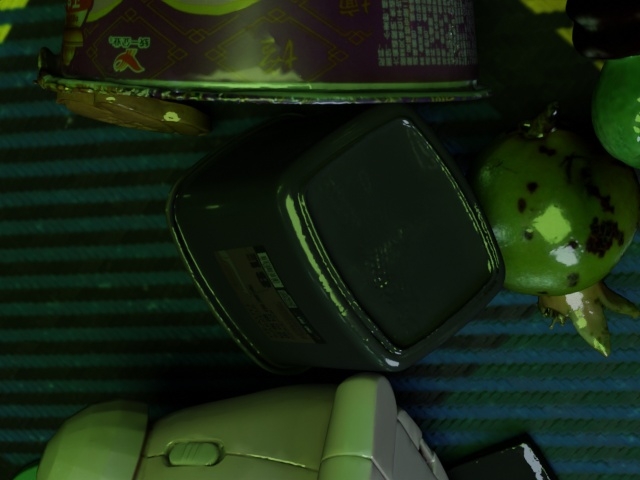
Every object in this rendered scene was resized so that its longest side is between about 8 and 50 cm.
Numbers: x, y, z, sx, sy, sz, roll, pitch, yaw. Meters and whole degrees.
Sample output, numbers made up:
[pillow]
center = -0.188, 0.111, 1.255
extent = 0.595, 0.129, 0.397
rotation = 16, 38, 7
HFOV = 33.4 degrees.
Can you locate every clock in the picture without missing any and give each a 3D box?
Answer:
[clock]
center = -0.055, 0.256, 0.964
extent = 0.326, 0.184, 0.342
rotation = -11, 133, 20

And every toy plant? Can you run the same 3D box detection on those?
[toy plant]
center = 0.285, -0.165, 0.791
extent = 0.218, 0.175, 0.235
rotation = -26, 109, -11

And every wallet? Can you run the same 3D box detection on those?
[wallet]
center = 0.210, 0.311, 1.056
extent = 0.124, 0.025, 0.244
rotation = -28, 101, 20

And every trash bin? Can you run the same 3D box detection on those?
[trash bin]
center = 0.000, 0.000, 0.874
extent = 0.182, 0.290, 0.209
rotation = -35, 102, -21

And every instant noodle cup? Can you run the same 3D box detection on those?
[instant noodle cup]
center = -0.040, -0.238, 0.769
extent = 0.340, 0.340, 0.265
rotation = 3, 102, 12

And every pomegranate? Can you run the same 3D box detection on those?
[pomegranate]
center = 0.206, -0.008, 0.879
extent = 0.156, 0.156, 0.220
rotation = -35, 114, 21

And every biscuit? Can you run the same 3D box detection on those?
[biscuit]
center = -0.168, -0.114, 0.940
extent = 0.140, 0.118, 0.023
rotation = 11, 87, 11

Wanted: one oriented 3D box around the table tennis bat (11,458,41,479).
[table tennis bat]
center = -0.294, 0.350, 1.179
extent = 0.160, 0.039, 0.257
rotation = 28, 108, 1
